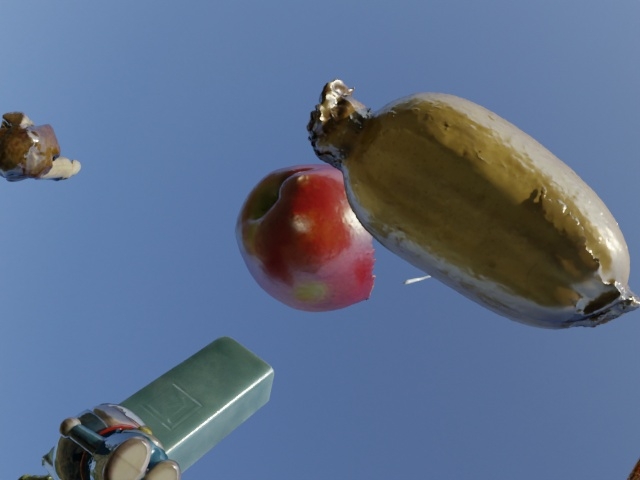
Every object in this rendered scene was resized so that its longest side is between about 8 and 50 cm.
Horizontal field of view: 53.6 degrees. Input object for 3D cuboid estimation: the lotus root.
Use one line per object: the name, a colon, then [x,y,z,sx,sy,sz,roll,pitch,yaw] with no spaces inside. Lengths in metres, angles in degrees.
lotus root: [0.127,-0.032,0.540,0.303,0.131,0.146,35,-72,9]

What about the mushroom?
mushroom: [-0.270,-0.083,0.606,0.060,0.187,0.061,-13,-87,-10]

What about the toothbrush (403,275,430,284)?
toothbrush: [0.210,0.070,1.251,0.011,0.131,0.013,-38,-111,51]

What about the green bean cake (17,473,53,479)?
green bean cake: [-0.424,0.481,0.921,0.124,0.236,0.232,-12,-85,8]

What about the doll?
doll: [-0.175,0.186,0.538,0.152,0.114,0.085,-13,-146,55]

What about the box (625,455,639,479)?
box: [0.523,0.437,0.956,0.144,0.341,0.225,27,-118,34]

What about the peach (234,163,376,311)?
peach: [0.000,0.000,0.875,0.190,0.226,0.196,5,-114,49]

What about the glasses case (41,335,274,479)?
glasses case: [-0.166,0.204,0.721,0.105,0.266,0.056,50,-48,8]
